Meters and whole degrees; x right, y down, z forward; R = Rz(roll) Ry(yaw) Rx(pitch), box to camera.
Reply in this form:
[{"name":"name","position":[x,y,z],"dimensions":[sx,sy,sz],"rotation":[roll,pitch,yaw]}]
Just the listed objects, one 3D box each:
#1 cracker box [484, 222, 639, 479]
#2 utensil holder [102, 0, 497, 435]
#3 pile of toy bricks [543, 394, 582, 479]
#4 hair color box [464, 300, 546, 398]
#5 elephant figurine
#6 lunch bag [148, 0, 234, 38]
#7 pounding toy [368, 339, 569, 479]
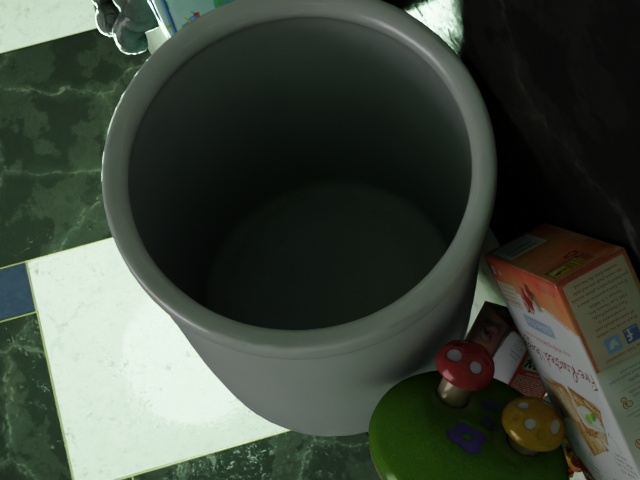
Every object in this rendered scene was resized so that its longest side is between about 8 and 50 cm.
[{"name":"cracker box","position":[0.228,0.109,0.977],"dimensions":[0.232,0.067,0.156],"rotation":[63,173,-12]},{"name":"utensil holder","position":[0.000,0.000,1.163],"dimensions":[0.327,0.328,0.385],"rotation":[59,175,21]},{"name":"pile of toy bricks","position":[0.226,0.222,1.220],"dimensions":[0.212,0.105,0.118],"rotation":[58,171,28]},{"name":"hair color box","position":[0.166,0.157,1.208],"dimensions":[0.053,0.167,0.093],"rotation":[18,-163,-29]},{"name":"elephant figurine","position":[-0.203,-0.374,1.767],"dimensions":[0.186,0.239,0.169],"rotation":[45,139,41]},{"name":"lunch bag","position":[-0.124,-0.318,1.365],"dimensions":[0.090,0.176,0.219],"rotation":[53,169,46]},{"name":"pounding toy","position":[0.141,0.170,1.018],"dimensions":[0.237,0.183,0.110],"rotation":[-86,12,-53]}]
